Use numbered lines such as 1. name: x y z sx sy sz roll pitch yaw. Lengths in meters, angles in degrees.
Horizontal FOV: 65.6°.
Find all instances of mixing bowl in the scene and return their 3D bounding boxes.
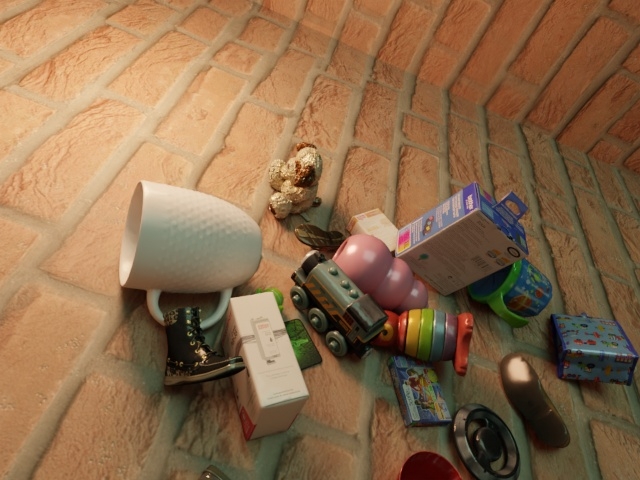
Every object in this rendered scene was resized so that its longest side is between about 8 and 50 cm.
1. mixing bowl: 0.249 0.611 1.183 0.181 0.098 0.181 14 44 -14

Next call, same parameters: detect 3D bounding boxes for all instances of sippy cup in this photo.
1. sippy cup: 0.687 0.157 1.772 0.224 0.240 0.305 29 80 -15

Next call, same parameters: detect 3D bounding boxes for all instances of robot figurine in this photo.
1. robot figurine: -0.152 0.177 1.414 0.101 0.067 0.115 33 41 23

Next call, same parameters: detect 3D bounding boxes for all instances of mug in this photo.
1. mug: -0.341 0.054 1.321 0.328 0.276 0.374 10 75 -28

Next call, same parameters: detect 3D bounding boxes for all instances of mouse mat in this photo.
1. mouse mat: -0.101 0.298 1.371 0.190 0.007 0.152 -12 56 -34

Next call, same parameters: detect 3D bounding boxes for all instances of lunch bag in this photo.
1. lunch bag: 0.938 0.343 1.736 0.221 0.138 0.293 3 31 16

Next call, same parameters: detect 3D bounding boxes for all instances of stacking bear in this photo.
1. stacking bear: 0.282 0.273 1.458 0.289 0.175 0.164 7 7 10

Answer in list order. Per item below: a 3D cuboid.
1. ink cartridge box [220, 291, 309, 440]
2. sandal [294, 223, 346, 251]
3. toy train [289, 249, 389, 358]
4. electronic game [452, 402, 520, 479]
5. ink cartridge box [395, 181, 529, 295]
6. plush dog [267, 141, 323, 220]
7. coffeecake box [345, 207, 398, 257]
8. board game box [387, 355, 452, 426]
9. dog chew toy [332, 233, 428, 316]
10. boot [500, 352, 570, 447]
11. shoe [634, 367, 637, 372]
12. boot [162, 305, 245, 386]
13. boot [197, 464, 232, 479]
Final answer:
1. ink cartridge box: -0.146 0.298 1.197 0.117 0.207 0.283 -6 52 -25
2. sandal: 0.000 0.000 1.677 0.219 0.060 0.090 5 52 -43
3. toy train: 0.046 0.179 1.424 0.142 0.190 0.334 -22 62 -41
4. electronic game: 0.460 0.564 1.373 0.229 0.048 0.229 20 45 -21
5. ink cartridge box: 0.484 -0.008 1.635 0.270 0.395 0.151 37 41 -24
6. plush dog: -0.061 -0.215 1.720 0.211 0.225 0.262 11 45 -18
7. coffeecake box: 0.206 -0.017 1.785 0.142 0.068 0.185 -19 60 -39
8. board game box: 0.280 0.428 1.421 0.136 0.035 0.201 7 46 -22
9. dog chew toy: 0.194 0.127 1.557 0.332 0.206 0.206 35 42 -6
10. boot: 0.660 0.493 1.535 0.115 0.112 0.305 33 27 -43
11. shoe: 1.064 0.430 1.807 0.219 0.058 0.076 21 43 -8
12. boot: -0.280 0.236 1.145 0.085 0.236 0.178 12 65 -54
13. boot: -0.235 0.577 0.984 0.190 0.076 0.208 27 34 20
